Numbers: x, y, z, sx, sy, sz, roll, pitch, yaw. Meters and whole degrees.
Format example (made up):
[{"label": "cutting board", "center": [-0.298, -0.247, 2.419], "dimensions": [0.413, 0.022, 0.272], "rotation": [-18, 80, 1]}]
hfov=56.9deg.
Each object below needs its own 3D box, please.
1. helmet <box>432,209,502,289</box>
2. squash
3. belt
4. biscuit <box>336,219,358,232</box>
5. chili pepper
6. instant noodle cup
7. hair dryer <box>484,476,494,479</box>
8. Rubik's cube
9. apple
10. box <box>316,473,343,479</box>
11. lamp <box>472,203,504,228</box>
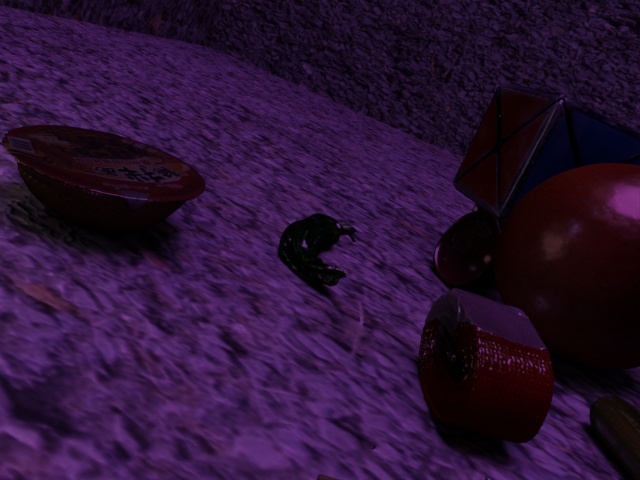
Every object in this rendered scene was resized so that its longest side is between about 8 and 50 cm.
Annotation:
[{"label": "helmet", "center": [0.311, 0.037, 1.136], "dimensions": [0.106, 0.155, 0.175], "rotation": [36, 21, -22]}, {"label": "squash", "center": [0.399, 0.270, 0.704], "dimensions": [0.066, 0.066, 0.229], "rotation": [17, 21, -14]}, {"label": "belt", "center": [0.201, 0.150, 0.715], "dimensions": [0.124, 0.128, 0.201], "rotation": [19, 23, -10]}, {"label": "biscuit", "center": [0.036, -0.026, 1.175], "dimensions": [0.046, 0.016, 0.089], "rotation": [35, 24, 29]}, {"label": "chili pepper", "center": [-0.001, 0.000, 1.004], "dimensions": [0.122, 0.065, 0.279], "rotation": [31, 22, 0]}, {"label": "instant noodle cup", "center": [-0.307, -0.075, 0.835], "dimensions": [0.273, 0.091, 0.274], "rotation": [19, 19, -7]}, {"label": "hair dryer", "center": [0.249, 0.274, 0.564], "dimensions": [0.197, 0.057, 0.100], "rotation": [23, 17, 20]}, {"label": "Rubik's cube", "center": [0.466, -0.151, 1.213], "dimensions": [0.260, 0.259, 0.255], "rotation": [21, 17, -17]}, {"label": "apple", "center": [0.468, 0.038, 0.974], "dimensions": [0.348, 0.349, 0.277], "rotation": [8, 18, -34]}, {"label": "box", "center": [0.120, 0.279, 0.414], "dimensions": [0.270, 0.045, 0.211], "rotation": [18, 20, -11]}, {"label": "lamp", "center": [0.430, -0.016, 1.335], "dimensions": [0.203, 0.125, 0.283], "rotation": [9, 15, 17]}]
